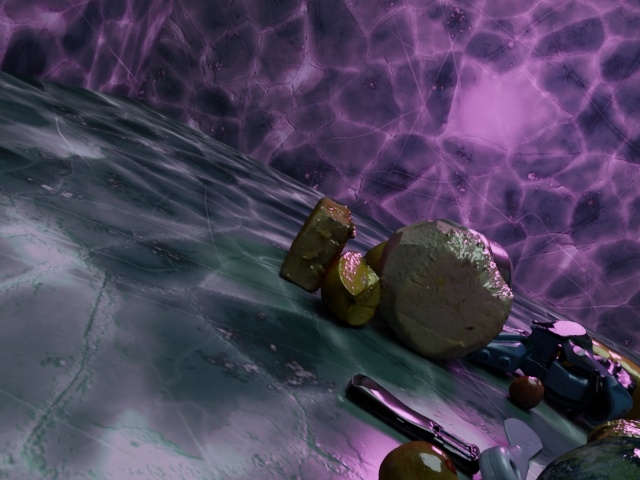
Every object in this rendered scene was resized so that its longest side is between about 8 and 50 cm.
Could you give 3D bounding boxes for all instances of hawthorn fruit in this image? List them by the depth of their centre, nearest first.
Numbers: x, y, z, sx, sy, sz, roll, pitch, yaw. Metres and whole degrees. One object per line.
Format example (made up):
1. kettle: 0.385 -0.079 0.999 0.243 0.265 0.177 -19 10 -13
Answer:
1. hawthorn fruit: 0.450 0.307 1.056 0.066 0.103 0.067 35 8 -5

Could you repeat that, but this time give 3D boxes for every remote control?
1. remote control: 0.134 0.260 0.717 0.212 0.028 0.059 30 15 11

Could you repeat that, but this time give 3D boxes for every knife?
1. knife: 0.303 0.320 0.769 0.331 0.044 0.080 13 48 -59

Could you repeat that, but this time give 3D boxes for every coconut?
1. coconut: 0.278 0.097 1.155 0.297 0.298 0.309 27 14 0

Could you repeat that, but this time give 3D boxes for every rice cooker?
1. rice cooker: 0.397 0.090 1.479 0.276 0.289 0.288 22 12 -31

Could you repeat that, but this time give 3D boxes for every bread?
1. bread: 0.000 0.000 1.202 0.114 0.185 0.275 32 10 -6

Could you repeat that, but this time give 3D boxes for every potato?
1. potato: 0.739 0.360 1.345 0.140 0.173 0.300 -33 46 -31

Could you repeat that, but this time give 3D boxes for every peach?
1. peach: 0.054 0.096 1.024 0.118 0.151 0.151 8 -4 39

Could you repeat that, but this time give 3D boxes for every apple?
1. apple: 0.105 0.258 0.529 0.083 0.084 0.071 21 29 -28

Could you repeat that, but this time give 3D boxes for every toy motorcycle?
1. toy motorcycle: 0.555 0.302 1.182 0.415 0.172 0.232 20 24 8

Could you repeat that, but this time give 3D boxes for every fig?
1. fig: 0.221 0.045 1.344 0.159 0.257 0.159 41 10 -9

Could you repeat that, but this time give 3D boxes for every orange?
1. orange: 0.477 0.362 0.777 0.134 0.157 0.156 -17 -23 40

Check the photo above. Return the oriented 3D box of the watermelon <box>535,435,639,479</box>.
1. watermelon: 0.403 0.358 0.612 0.260 0.255 0.176 18 56 -70
